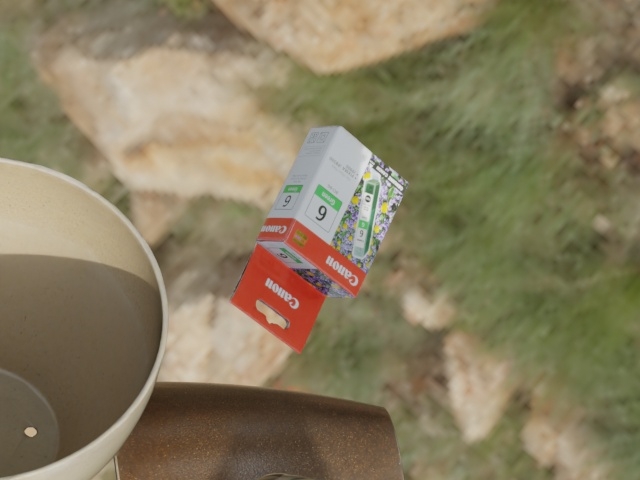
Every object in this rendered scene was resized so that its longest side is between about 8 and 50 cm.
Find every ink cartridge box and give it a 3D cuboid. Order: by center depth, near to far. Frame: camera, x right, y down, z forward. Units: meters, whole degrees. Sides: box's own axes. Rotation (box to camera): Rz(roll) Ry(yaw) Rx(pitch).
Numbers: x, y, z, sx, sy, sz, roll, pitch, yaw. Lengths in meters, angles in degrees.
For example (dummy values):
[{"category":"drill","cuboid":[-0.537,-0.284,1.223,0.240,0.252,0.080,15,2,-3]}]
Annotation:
[{"category":"ink cartridge box","cuboid":[0.000,0.000,1.114,0.063,0.115,0.029,38,157,-33]}]

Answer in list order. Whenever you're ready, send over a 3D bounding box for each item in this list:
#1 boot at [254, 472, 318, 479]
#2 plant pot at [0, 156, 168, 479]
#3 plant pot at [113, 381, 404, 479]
[{"category":"boot","cuboid":[0.093,0.170,0.820,0.178,0.085,0.236,-7,143,47]},{"category":"plant pot","cuboid":[-0.261,0.106,1.501,0.284,0.284,0.191,34,146,16]},{"category":"plant pot","cuboid":[-0.051,0.208,1.648,0.215,0.230,0.215,173,90,-83]}]
